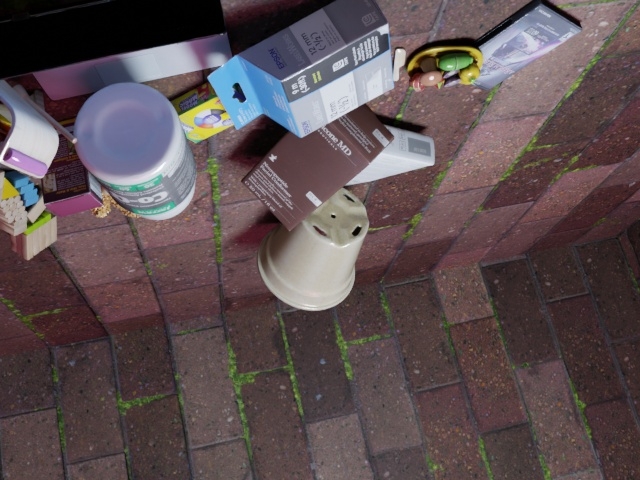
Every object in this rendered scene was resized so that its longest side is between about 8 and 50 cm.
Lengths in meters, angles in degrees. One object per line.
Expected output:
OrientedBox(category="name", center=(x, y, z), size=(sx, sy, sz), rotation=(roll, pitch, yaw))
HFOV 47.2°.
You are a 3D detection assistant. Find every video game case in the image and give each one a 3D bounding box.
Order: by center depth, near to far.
OrientedBox(category="video game case", center=(0.446, -0.451, 1.718), size=(0.196, 0.026, 0.274), rotation=(6, 152, -45))

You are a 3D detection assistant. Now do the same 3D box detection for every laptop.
OrientedBox(category="laptop", center=(-0.342, -0.298, 1.275), size=(0.381, 0.236, 0.408), rotation=(-12, 161, -3))

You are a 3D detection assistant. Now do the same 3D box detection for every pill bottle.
OrientedBox(category="pill bottle", center=(-0.369, -0.167, 1.536), size=(0.204, 0.204, 0.361), rotation=(-12, 168, -4))

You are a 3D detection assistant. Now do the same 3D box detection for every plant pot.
OrientedBox(category="plant pot", center=(0.000, 0.000, 2.275), size=(0.333, 0.334, 0.305), rotation=(-5, 149, -24))

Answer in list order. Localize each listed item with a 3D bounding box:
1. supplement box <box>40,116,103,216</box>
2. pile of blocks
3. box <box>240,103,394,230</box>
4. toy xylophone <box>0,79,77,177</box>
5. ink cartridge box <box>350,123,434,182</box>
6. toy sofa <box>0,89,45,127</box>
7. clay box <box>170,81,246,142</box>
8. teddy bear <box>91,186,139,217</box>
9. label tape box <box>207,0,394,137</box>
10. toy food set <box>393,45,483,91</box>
OrientedBox(category="supplement box", center=(-0.546, -0.159, 1.593), size=(0.104, 0.188, 0.081), rotation=(-15, 161, 2))
OrientedBox(category="pile of blocks", center=(-0.758, -0.097, 1.791), size=(0.112, 0.149, 0.362), rotation=(27, 154, 14))
OrientedBox(category="box", center=(-0.016, -0.197, 1.801), size=(0.381, 0.191, 0.143), rotation=(-39, -172, 48))
OrientedBox(category="toy xylophone", center=(-0.564, -0.231, 1.279), size=(0.081, 0.322, 0.236), rotation=(-50, 154, 3))
OrientedBox(category="ink cartridge box", center=(0.073, -0.232, 2.038), size=(0.308, 0.091, 0.385), rotation=(4, 171, -43))
OrientedBox(category="toy sofa", center=(-0.711, -0.200, 1.386), size=(0.362, 0.177, 0.150), rotation=(1, 155, -39))
OrientedBox(category="clay box", center=(-0.255, -0.288, 1.640), size=(0.222, 0.053, 0.127), rotation=(-23, 158, 22))
OrientedBox(category="teddy bear", center=(-0.480, -0.134, 1.832), size=(0.245, 0.113, 0.338), rotation=(-14, 161, -7))
OrientedBox(category="label tape box", center=(-0.028, -0.326, 1.488), size=(0.347, 0.115, 0.249), rotation=(-31, 161, -2))
OrientedBox(category="toy food set", center=(0.272, -0.378, 1.678), size=(0.217, 0.071, 0.128), rotation=(-3, 155, -9))
